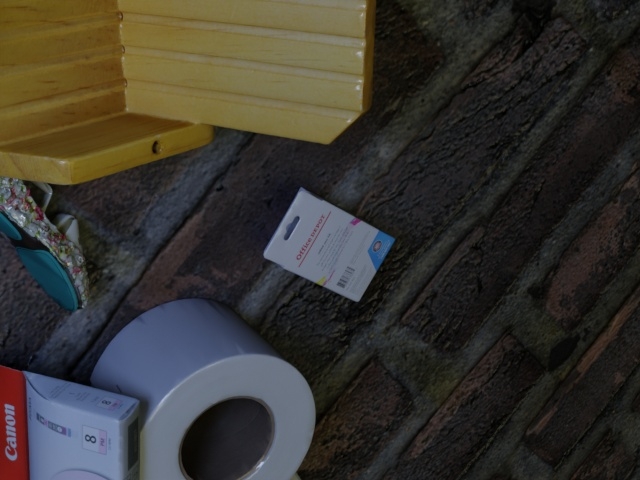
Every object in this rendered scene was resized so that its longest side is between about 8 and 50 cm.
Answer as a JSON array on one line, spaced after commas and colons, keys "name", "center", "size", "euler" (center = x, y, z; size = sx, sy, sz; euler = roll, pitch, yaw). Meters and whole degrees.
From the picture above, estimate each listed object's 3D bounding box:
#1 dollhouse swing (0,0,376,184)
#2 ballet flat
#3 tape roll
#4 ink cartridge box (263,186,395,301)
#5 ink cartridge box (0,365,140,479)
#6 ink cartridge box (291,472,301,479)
[{"name": "dollhouse swing", "center": [-0.157, -0.225, 0.929], "size": [0.315, 0.305, 0.346], "euler": [-25, 125, -45]}, {"name": "ballet flat", "center": [-0.316, -0.020, 1.089], "size": [0.077, 0.091, 0.241], "euler": [-55, 136, -28]}, {"name": "tape roll", "center": [-0.151, 0.216, 1.243], "size": [0.246, 0.169, 0.246], "euler": [-13, 117, -27]}, {"name": "ink cartridge box", "center": [0.000, 0.000, 1.308], "size": [0.181, 0.061, 0.104], "euler": [27, 95, -38]}, {"name": "ink cartridge box", "center": [-0.319, 0.249, 1.123], "size": [0.066, 0.232, 0.189], "euler": [-53, 150, -64]}, {"name": "ink cartridge box", "center": [-0.083, 0.415, 1.426], "size": [0.159, 0.092, 0.217], "euler": [-37, 128, -13]}]
